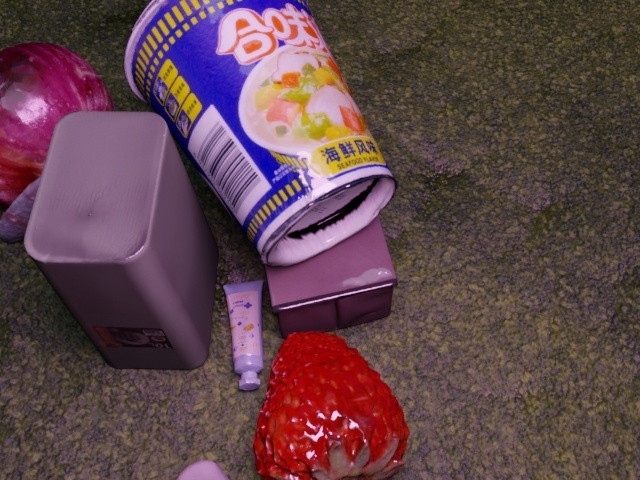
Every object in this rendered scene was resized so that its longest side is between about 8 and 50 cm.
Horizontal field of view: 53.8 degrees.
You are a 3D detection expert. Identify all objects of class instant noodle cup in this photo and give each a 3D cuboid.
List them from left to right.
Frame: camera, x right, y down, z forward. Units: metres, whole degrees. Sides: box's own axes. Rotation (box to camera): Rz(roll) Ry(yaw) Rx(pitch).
[{"bbox_3d":[-0.061,-0.146,0.813,0.284,0.284,0.312,-26,73,-15],"label":"instant noodle cup"}]

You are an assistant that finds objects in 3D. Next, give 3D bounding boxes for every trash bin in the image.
[{"bbox_3d":[-0.249,0.016,0.838,0.158,0.343,0.222,0,62,2],"label":"trash bin"}]

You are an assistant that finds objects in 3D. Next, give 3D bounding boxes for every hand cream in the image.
[{"bbox_3d":[-0.111,0.137,0.943,0.065,0.043,0.170,-7,60,-1],"label":"hand cream"}]

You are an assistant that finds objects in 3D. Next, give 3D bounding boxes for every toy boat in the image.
[{"bbox_3d":[-0.389,-0.063,0.977,0.282,0.206,0.096,-19,74,6],"label":"toy boat"}]

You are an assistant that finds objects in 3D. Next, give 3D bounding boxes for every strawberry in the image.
[{"bbox_3d":[0.004,0.223,0.842,0.205,0.205,0.244,-12,41,-8],"label":"strawberry"}]

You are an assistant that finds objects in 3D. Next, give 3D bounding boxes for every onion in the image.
[{"bbox_3d":[-0.470,-0.186,1.012,0.273,0.230,0.256,15,62,-2],"label":"onion"}]

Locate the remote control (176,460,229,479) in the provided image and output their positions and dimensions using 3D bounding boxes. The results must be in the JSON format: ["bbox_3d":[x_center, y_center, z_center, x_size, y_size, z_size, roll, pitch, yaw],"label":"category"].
[{"bbox_3d":[-0.114,0.387,0.806,0.073,0.044,0.229,-28,65,-18],"label":"remote control"}]

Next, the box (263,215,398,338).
[{"bbox_3d":[0.000,0.000,0.959,0.188,0.153,0.252,-13,63,-5],"label":"box"}]
